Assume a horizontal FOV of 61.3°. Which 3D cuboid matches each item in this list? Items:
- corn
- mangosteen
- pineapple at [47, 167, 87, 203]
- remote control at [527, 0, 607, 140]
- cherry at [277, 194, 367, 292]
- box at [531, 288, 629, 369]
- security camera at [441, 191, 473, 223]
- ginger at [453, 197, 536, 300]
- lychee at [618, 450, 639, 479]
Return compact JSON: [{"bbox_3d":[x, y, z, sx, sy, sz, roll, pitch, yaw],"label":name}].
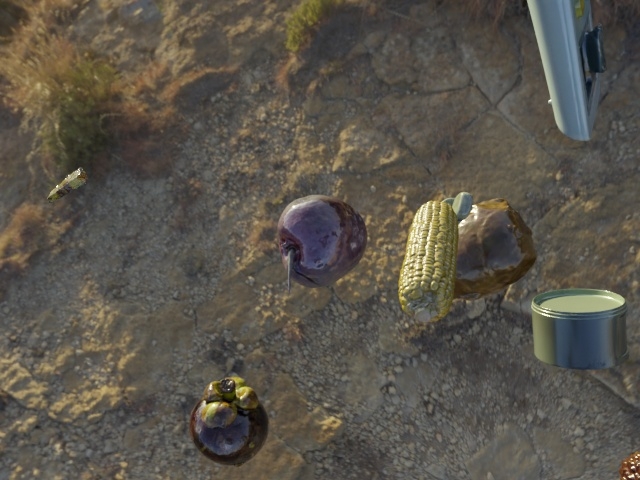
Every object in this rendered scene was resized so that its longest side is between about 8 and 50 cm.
[{"bbox_3d":[0.161,0.023,0.789,0.080,0.080,0.238,-2,39,18],"label":"corn"},{"bbox_3d":[-0.211,0.412,1.272,0.192,0.192,0.217,25,117,28],"label":"mangosteen"},{"bbox_3d":[-0.385,-0.088,0.830,0.083,0.019,0.045,-23,31,28],"label":"pineapple"},{"bbox_3d":[0.157,-0.218,0.379,0.051,0.293,0.103,-5,33,36],"label":"remote control"},{"bbox_3d":[0.000,0.000,1.250,0.184,0.213,0.266,12,24,42],"label":"cherry"},{"bbox_3d":[0.676,0.226,1.411,0.226,0.226,0.149,-4,99,17],"label":"box"},{"bbox_3d":[0.253,-0.056,0.985,0.058,0.092,0.058,0,89,-5],"label":"security camera"},{"bbox_3d":[0.374,0.031,1.280,0.269,0.223,0.200,-18,62,-15],"label":"ginger"},{"bbox_3d":[0.786,0.564,1.158,0.236,0.236,0.271,-47,33,-8],"label":"lychee"}]
